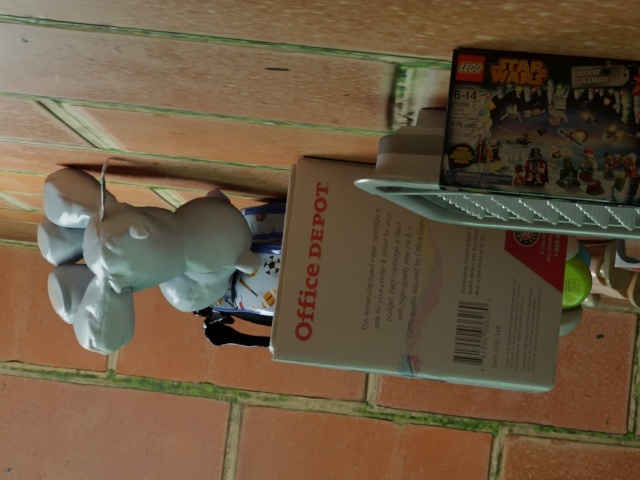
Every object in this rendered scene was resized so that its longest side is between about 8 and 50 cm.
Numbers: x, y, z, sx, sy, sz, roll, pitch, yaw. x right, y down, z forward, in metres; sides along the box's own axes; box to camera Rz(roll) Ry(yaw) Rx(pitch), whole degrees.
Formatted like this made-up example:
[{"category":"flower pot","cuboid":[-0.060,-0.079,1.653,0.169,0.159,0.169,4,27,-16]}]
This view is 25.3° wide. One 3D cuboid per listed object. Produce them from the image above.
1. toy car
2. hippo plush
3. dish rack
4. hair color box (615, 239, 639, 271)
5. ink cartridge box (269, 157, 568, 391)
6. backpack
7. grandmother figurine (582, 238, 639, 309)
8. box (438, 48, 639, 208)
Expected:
[{"category":"toy car","cuboid":[0.286,0.036,1.937,0.182,0.159,0.136,4,-151,25]},{"category":"hippo plush","cuboid":[-0.222,-0.011,1.890,0.236,0.234,0.294,-11,144,-35]},{"category":"dish rack","cuboid":[0.203,-0.053,1.250,0.285,0.072,0.333,4,175,19]},{"category":"hair color box","cuboid":[0.410,0.002,1.627,0.141,0.072,0.043,1,174,44]},{"category":"ink cartridge box","cuboid":[0.110,0.040,1.570,0.306,0.226,0.131,7,174,2]},{"category":"backpack","cuboid":[-0.005,0.052,1.993,0.276,0.213,0.263,1,-174,-25]},{"category":"grandmother figurine","cuboid":[0.345,0.044,2.138,0.208,0.104,0.342,43,158,-32]},{"category":"box","cuboid":[0.150,-0.073,0.935,0.137,0.094,0.027,5,175,9]}]
